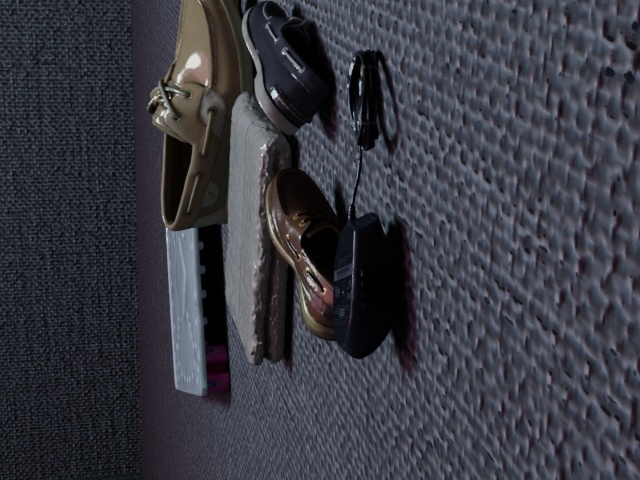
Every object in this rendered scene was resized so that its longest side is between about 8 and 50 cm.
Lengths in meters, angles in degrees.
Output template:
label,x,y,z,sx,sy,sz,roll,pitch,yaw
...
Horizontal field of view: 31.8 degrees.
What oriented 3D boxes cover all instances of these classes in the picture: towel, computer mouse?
label,x,y,z,sx,sy,sz,roll,pitch,yaw
towel,-0.071,-0.012,1.295,0.187,0.049,0.282,-123,34,-62
computer mouse,0.039,-0.029,0.864,0.071,0.041,0.242,158,115,-78

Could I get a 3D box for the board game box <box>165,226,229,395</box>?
label,x,y,z,sx,sy,sz,roll,pitch,yaw
board game box,-0.216,0.062,1.913,0.390,0.050,0.389,156,111,-75

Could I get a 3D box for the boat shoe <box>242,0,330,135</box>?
label,x,y,z,sx,sy,sz,roll,pitch,yaw
boat shoe,-0.027,-0.182,1.093,0.065,0.075,0.206,-37,35,20

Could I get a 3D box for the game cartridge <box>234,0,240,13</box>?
label,x,y,z,sx,sy,sz,roll,pitch,yaw
game cartridge,-0.170,-0.274,1.649,0.285,0.053,0.323,-108,19,-47

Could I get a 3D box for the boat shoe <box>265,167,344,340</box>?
label,x,y,z,sx,sy,sz,roll,pitch,yaw
boat shoe,0.000,0.000,0.973,0.060,0.064,0.178,110,148,-47

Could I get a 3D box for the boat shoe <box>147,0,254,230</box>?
label,x,y,z,sx,sy,sz,roll,pitch,yaw
boat shoe,-0.158,-0.165,1.436,0.122,0.110,0.341,39,136,50
